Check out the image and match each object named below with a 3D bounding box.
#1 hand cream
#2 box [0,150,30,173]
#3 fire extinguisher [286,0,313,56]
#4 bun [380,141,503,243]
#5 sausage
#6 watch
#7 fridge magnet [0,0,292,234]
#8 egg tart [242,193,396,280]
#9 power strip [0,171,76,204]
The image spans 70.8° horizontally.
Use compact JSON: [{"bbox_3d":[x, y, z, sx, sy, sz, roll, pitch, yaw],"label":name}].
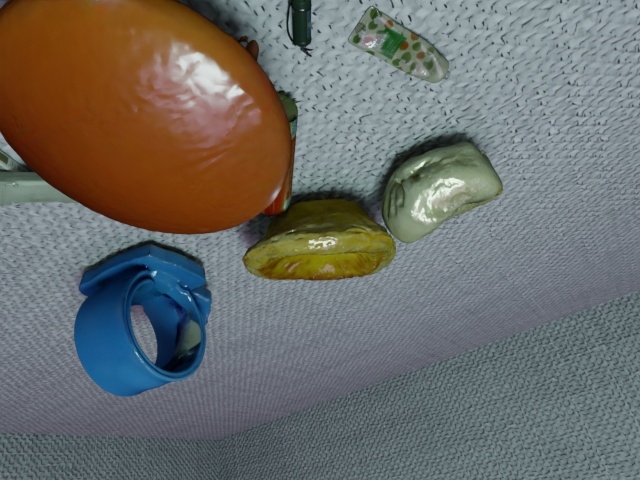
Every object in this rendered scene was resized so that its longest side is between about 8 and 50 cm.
[{"bbox_3d":[0.120,-0.266,0.634,0.165,0.037,0.057,16,139,-28],"label":"hand cream"},{"bbox_3d":[-0.526,-0.122,0.641,0.109,0.029,0.198,-17,149,7],"label":"box"},{"bbox_3d":[-0.026,-0.275,0.573,0.038,0.025,0.083,23,151,15],"label":"fire extinguisher"},{"bbox_3d":[0.213,-0.094,0.837,0.229,0.145,0.229,-32,177,-2],"label":"bun"},{"bbox_3d":[-0.080,-0.118,0.749,0.083,0.083,0.264,-5,148,-11],"label":"sausage"},{"bbox_3d":[-0.350,0.187,0.954,0.241,0.275,0.305,-24,141,18],"label":"watch"},{"bbox_3d":[-0.214,-0.138,0.562,0.363,0.155,0.364,3,142,2],"label":"fridge magnet"},{"bbox_3d":[0.000,0.000,0.898,0.318,0.128,0.319,-6,163,-2],"label":"egg tart"},{"bbox_3d":[-0.440,-0.080,0.689,0.191,0.030,0.048,-6,140,-40],"label":"power strip"}]
